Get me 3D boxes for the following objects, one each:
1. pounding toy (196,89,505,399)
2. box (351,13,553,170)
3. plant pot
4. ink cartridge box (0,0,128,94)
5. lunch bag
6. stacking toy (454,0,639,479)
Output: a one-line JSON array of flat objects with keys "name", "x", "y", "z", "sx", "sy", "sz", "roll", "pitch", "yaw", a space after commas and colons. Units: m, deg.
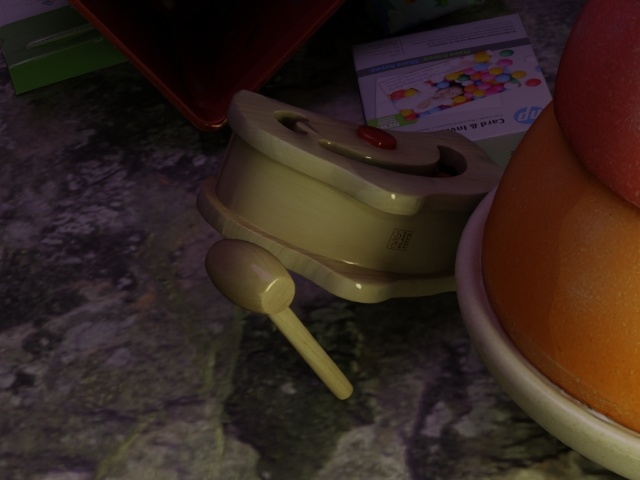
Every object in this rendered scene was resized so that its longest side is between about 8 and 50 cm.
[{"name": "pounding toy", "x": 0.000, "y": 0.000, "z": 1.082, "sx": 0.154, "sy": 0.155, "sz": 0.269, "roll": 34, "pitch": 24, "yaw": 34}, {"name": "box", "x": 0.105, "y": -0.111, "z": 1.301, "sx": 0.145, "sy": 0.038, "sz": 0.186, "roll": -11, "pitch": 35, "yaw": 3}, {"name": "plant pot", "x": -0.110, "y": -0.289, "z": 1.393, "sx": 0.267, "sy": 0.267, "sz": 0.236, "roll": -45, "pitch": 17, "yaw": 1}, {"name": "ink cartridge box", "x": -0.242, "y": -0.195, "z": 1.503, "sx": 0.109, "sy": 0.062, "sz": 0.209, "roll": -18, "pitch": 35, "yaw": -9}, {"name": "lunch bag", "x": 0.084, "y": -0.255, "z": 1.472, "sx": 0.128, "sy": 0.096, "sz": 0.151, "roll": -19, "pitch": 20, "yaw": -6}, {"name": "stacking toy", "x": 0.257, "y": -0.127, "z": 0.862, "sx": 0.350, "sy": 0.480, "sz": 0.351, "roll": 1, "pitch": 36, "yaw": 0}]
